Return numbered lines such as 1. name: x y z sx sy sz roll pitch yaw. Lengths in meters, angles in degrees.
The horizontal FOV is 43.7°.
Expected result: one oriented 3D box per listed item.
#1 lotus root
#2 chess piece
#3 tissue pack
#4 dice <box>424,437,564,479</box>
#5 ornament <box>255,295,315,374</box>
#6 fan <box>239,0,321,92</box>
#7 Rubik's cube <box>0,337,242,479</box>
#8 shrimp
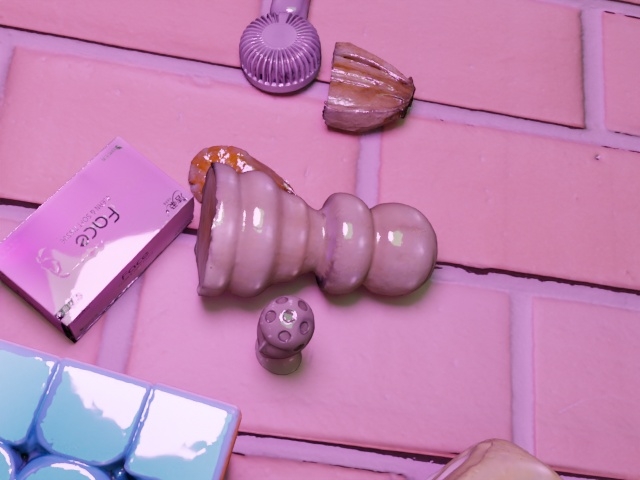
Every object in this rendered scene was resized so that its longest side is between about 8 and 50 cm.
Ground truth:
1. lotus root: 0.072 -0.226 1.255 0.144 0.070 0.143 16 60 2
2. chess piece: 0.000 0.000 1.106 0.330 0.182 0.182 6 67 -13
3. tissue pack: -0.308 -0.005 1.089 0.148 0.092 0.246 37 68 8
4. dice: 0.185 0.400 0.919 0.252 0.250 0.254 -38 79 -20
5. ornament: -0.050 0.125 1.043 0.081 0.156 0.075 -35 77 -21
6. fan: -0.054 -0.347 1.286 0.130 0.074 0.244 8 61 6
7. Rubik's cube: -0.267 0.304 0.863 0.290 0.291 0.291 18 65 -2
8. shrimp: -0.106 -0.074 1.182 0.190 0.042 0.101 26 87 1
